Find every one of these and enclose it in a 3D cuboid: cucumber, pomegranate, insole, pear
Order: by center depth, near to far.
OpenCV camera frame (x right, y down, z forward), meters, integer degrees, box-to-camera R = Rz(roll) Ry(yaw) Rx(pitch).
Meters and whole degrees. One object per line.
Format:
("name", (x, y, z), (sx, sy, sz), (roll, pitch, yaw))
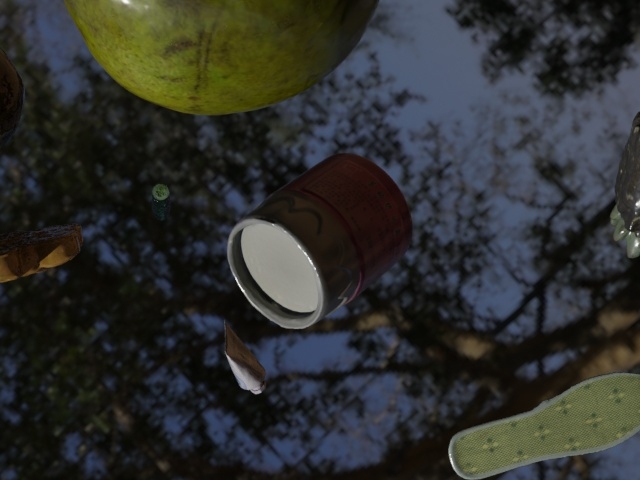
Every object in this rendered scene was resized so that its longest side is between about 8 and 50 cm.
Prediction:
("pear", (-0.095, -0.303, 1.362), (0.352, 0.352, 0.413), (53, -163, 19))
("pomegranate", (-0.520, -0.198, 1.841), (0.179, 0.210, 0.179), (6, -99, -42))
("insole", (0.340, 0.270, 1.887), (0.007, 0.322, 0.109), (-89, -19, -86))
("cucumber", (-0.263, -0.060, 2.156), (0.032, 0.032, 0.133), (49, 166, 8))

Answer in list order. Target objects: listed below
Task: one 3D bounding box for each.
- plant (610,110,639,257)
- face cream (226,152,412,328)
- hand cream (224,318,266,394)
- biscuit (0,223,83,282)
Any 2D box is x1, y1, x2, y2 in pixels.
("plant", (0.427, -0.065, 1.587), (0.132, 0.195, 0.129), (5, -141, 5))
("face cream", (0.000, 0.000, 1.723), (0.175, 0.175, 0.195), (49, -130, 5))
("hand cream", (-0.138, 0.213, 2.279), (0.142, 0.053, 0.084), (58, -165, -35))
("biscuit", (-0.397, 0.032, 1.404), (0.202, 0.288, 0.044), (-148, 48, -75))
